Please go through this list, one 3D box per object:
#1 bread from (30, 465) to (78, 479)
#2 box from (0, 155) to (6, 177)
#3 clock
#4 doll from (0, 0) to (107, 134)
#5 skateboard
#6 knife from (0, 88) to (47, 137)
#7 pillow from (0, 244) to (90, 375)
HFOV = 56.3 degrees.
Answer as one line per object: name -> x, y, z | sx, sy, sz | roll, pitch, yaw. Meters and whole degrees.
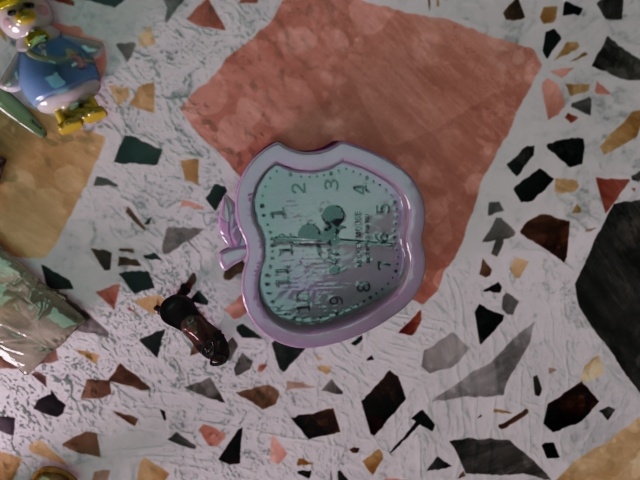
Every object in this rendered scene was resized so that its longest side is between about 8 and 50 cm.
bread -> -0.462, 0.436, 1.011 | 0.082, 0.056, 0.115 | 27, 90, -10
box -> -0.530, -0.113, 0.892 | 0.098, 0.045, 0.062 | 21, 97, -10
clock -> 0.000, 0.000, 0.961 | 0.339, 0.102, 0.338 | -1, 102, -7
doll -> -0.395, -0.273, 0.850 | 0.135, 0.098, 0.241 | -20, 107, 18
skateboard -> -0.200, 0.147, 0.974 | 0.067, 0.080, 0.151 | -41, 106, -4
knife -> -0.504, -0.255, 0.842 | 0.293, 0.020, 0.043 | 46, 58, -31
pillow -> -0.499, 0.094, 0.938 | 0.148, 0.050, 0.230 | -45, 101, -2
